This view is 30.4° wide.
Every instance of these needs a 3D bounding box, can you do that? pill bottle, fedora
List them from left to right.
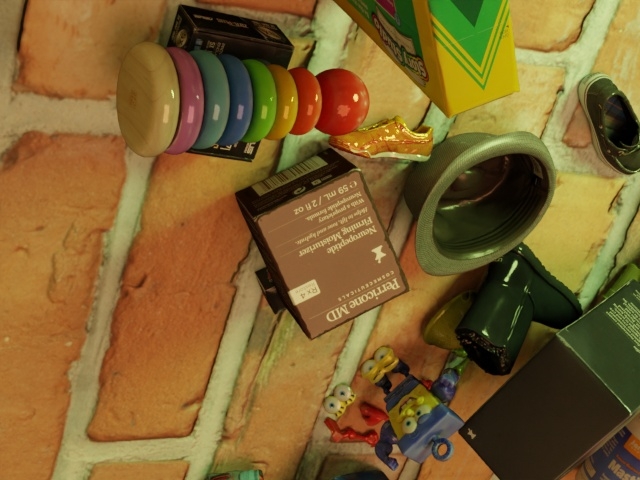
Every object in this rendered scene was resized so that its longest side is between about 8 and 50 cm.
[{"bbox_3d":[0.227,-0.078,1.819,0.275,0.124,0.244,-24,133,-19],"label":"fedora"},{"bbox_3d":[0.643,0.418,2.360,0.152,0.152,0.272,13,117,-32],"label":"pill bottle"}]

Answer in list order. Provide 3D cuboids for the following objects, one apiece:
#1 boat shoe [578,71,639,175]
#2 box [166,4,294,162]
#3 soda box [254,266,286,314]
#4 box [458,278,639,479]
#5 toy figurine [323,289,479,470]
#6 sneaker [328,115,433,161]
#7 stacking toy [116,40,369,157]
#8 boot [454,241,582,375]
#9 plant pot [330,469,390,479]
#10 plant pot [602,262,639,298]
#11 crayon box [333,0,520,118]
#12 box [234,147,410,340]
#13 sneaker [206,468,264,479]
[{"bbox_3d":[0.487,-0.176,1.905,0.080,0.076,0.228,-33,131,0],"label":"boat shoe"},{"bbox_3d":[-0.139,-0.208,1.582,0.147,0.077,0.180,7,120,-30],"label":"box"},{"bbox_3d":[-0.012,0.047,1.838,0.168,0.060,0.053,-26,126,-7],"label":"soda box"},{"bbox_3d":[0.438,0.257,1.997,0.294,0.183,0.296,-23,157,-47],"label":"box"},{"bbox_3d":[0.201,0.286,2.011,0.362,0.217,0.191,-42,130,8],"label":"toy figurine"},{"bbox_3d":[0.089,-0.154,1.753,0.175,0.064,0.068,-1,103,-30],"label":"sneaker"},{"bbox_3d":[-0.086,-0.179,1.506,0.330,0.141,0.141,-4,125,-32],"label":"stacking toy"},{"bbox_3d":[0.332,0.143,1.988,0.246,0.094,0.207,44,62,-35],"label":"boot"},{"bbox_3d":[0.060,0.567,2.099,0.236,0.212,0.236,-48,159,10],"label":"plant pot"},{"bbox_3d":[0.568,0.085,2.140,0.083,0.083,0.079,20,101,-35],"label":"plant pot"},{"bbox_3d":[0.092,-0.366,1.389,0.106,0.363,0.313,-24,131,-8],"label":"crayon box"},{"bbox_3d":[0.000,0.000,1.703,0.168,0.167,0.203,-27,109,-7],"label":"box"},{"bbox_3d":[-0.173,0.504,2.088,0.125,0.104,0.262,6,118,-9],"label":"sneaker"}]
